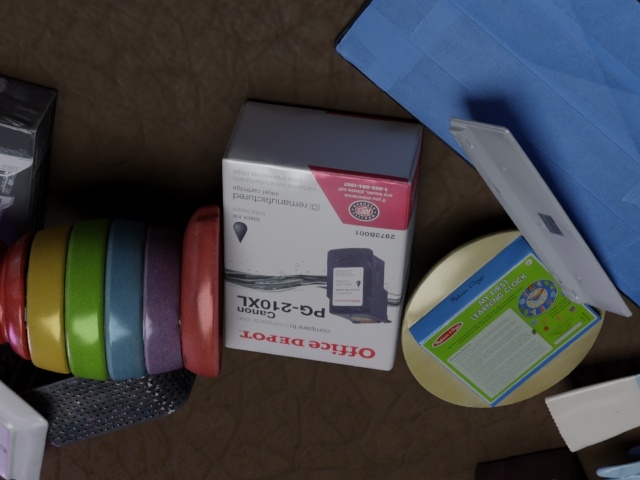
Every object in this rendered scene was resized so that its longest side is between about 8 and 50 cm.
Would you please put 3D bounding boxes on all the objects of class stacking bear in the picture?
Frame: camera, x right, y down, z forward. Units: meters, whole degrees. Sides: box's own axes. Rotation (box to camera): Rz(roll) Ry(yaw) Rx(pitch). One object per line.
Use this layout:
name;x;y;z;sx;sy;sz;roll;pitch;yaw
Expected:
stacking bear;-0.237;0.049;1.358;0.289;0.175;0.164;1;88;-2

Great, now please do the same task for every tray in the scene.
tray;-0.362;0.196;1.566;0.145;0.030;0.270;38;154;4

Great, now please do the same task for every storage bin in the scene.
storage bin;-0.221;0.130;1.512;0.180;0.122;0.084;-19;122;26

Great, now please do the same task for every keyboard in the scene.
keyboard;0.198;-0.017;1.280;0.072;0.014;0.256;11;149;48

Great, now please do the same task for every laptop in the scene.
laptop;0.213;-0.096;1.084;0.382;0.408;0.236;39;102;-4

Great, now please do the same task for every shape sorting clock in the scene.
shape sorting clock;0.177;0.076;1.402;0.206;0.040;0.206;-9;126;-12

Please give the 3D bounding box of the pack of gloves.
pack of gloves;0.370;0.180;1.485;0.232;0.046;0.195;-21;122;15

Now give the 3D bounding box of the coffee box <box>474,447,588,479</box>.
coffee box;0.268;0.393;1.591;0.119;0.168;0.297;-14;125;23

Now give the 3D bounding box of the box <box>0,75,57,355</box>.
box;-0.400;-0.040;1.442;0.242;0.076;0.307;15;130;-1

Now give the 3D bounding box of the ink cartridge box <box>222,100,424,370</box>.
ink cartridge box;0.000;0.000;1.369;0.172;0.100;0.237;8;131;6
